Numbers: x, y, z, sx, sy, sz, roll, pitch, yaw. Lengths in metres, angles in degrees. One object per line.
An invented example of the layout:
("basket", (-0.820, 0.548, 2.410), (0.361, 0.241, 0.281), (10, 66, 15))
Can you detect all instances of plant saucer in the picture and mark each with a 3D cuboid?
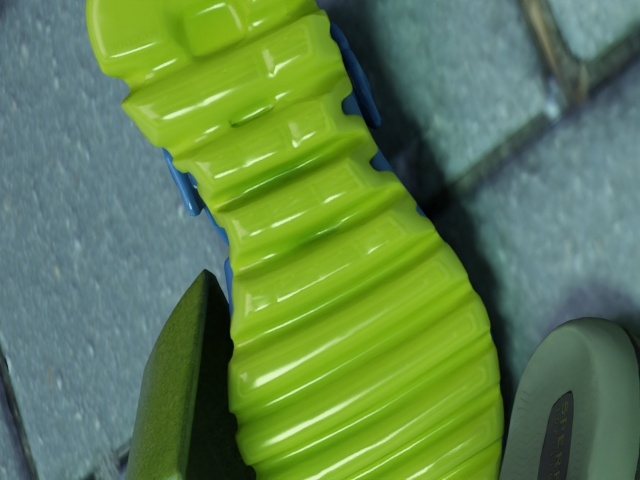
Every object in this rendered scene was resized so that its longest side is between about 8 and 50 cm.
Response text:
("plant saucer", (-0.040, 0.136, 0.809), (0.188, 0.045, 0.188), (-89, -23, -64))

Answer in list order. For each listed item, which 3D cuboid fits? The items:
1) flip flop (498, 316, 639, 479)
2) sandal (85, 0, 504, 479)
("flip flop", (0.066, 0.140, 0.638), (0.112, 0.080, 0.277), (-40, 30, 50))
("sandal", (0.000, 0.000, 0.815), (0.138, 0.126, 0.317), (-15, -93, -85))
